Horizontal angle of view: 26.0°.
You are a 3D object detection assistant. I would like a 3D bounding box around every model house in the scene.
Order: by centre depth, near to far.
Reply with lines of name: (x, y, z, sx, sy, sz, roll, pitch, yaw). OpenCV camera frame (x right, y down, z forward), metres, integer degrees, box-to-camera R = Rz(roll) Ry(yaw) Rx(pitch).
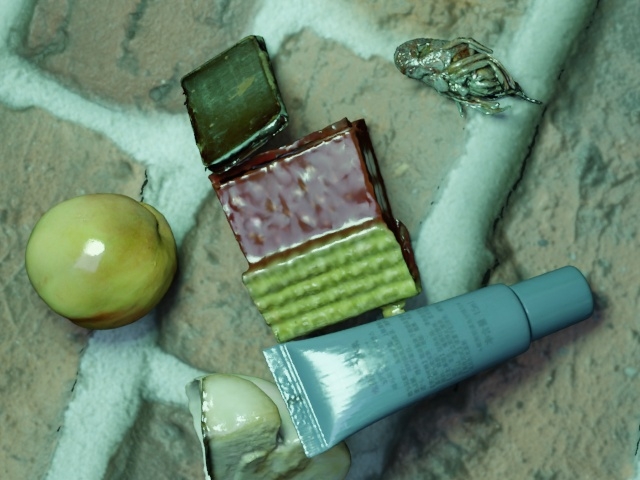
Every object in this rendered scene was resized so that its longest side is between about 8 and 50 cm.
model house: (0.000, 0.000, 1.662, 0.196, 0.160, 0.254, -21, 87, 9)

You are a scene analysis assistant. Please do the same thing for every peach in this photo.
peach: (-0.265, 0.024, 1.702, 0.184, 0.184, 0.184, 0, 89, 10)

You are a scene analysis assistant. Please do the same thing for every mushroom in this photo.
mushroom: (-0.067, 0.222, 1.674, 0.173, 0.236, 0.162, -13, 51, -11)

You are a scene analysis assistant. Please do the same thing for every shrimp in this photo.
shrimp: (0.180, -0.199, 1.678, 0.190, 0.075, 0.073, 23, 61, 0)

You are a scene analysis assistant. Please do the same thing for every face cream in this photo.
face cream: (0.135, 0.122, 1.609, 0.385, 0.086, 0.136, -20, 72, -13)

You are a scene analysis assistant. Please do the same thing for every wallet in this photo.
wallet: (-0.103, -0.166, 1.670, 0.122, 0.232, 0.031, -33, 124, 10)
